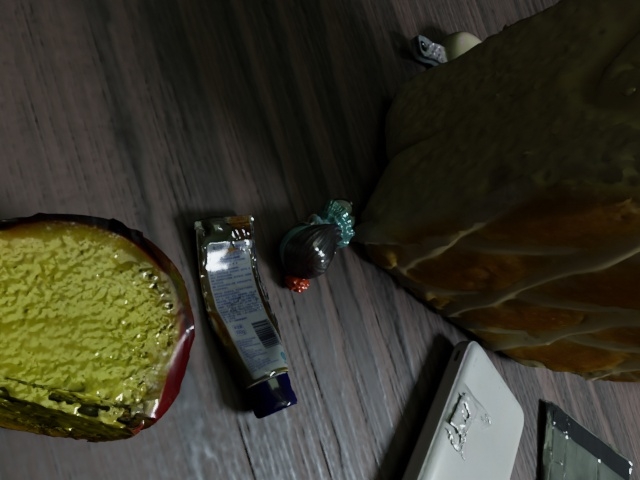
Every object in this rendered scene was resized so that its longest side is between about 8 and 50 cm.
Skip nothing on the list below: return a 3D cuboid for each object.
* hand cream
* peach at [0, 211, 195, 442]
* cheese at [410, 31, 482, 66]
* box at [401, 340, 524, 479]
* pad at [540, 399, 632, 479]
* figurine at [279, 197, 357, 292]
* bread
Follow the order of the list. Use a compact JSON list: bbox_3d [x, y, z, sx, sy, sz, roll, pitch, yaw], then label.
[{"bbox_3d":[-0.059,0.059,0.444,0.062,0.039,0.163,-8,76,-42],"label":"hand cream"},{"bbox_3d":[-0.160,0.055,0.310,0.172,0.092,0.127,-2,72,-31],"label":"peach"},{"bbox_3d":[0.186,-0.240,0.759,0.171,0.047,0.092,-24,90,-45],"label":"cheese"},{"bbox_3d":[0.140,0.248,0.556,0.142,0.044,0.285,53,48,-19],"label":"box"},{"bbox_3d":[0.363,0.342,0.749,0.233,0.022,0.174,35,56,-28],"label":"pad"},{"bbox_3d":[0.000,0.000,0.512,0.106,0.047,0.060,-44,149,-48],"label":"figurine"},{"bbox_3d":[0.291,-0.030,0.566,0.371,0.390,0.279,39,61,-29],"label":"bread"}]
